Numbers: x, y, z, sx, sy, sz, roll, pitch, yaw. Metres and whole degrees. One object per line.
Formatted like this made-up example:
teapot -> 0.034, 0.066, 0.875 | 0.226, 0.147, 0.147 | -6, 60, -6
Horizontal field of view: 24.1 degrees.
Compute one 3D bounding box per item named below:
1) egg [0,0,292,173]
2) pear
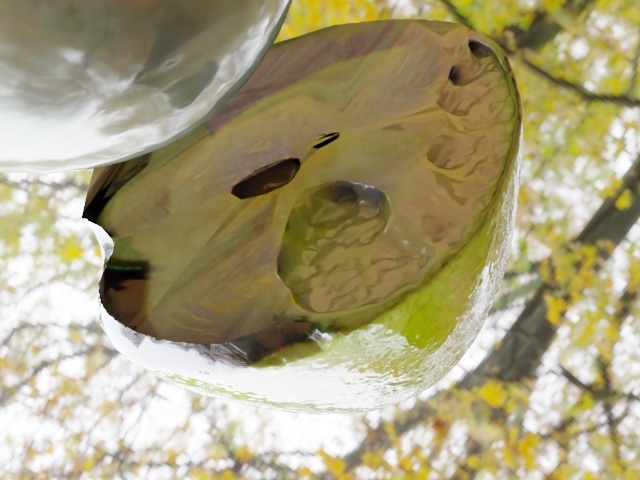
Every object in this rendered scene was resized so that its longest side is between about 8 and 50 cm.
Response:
egg -> -0.172, -0.168, 0.648 | 0.352, 0.258, 0.258 | 21, -141, -24
pear -> 0.005, 0.002, 1.222 | 0.399, 0.165, 0.399 | -16, -143, 13
